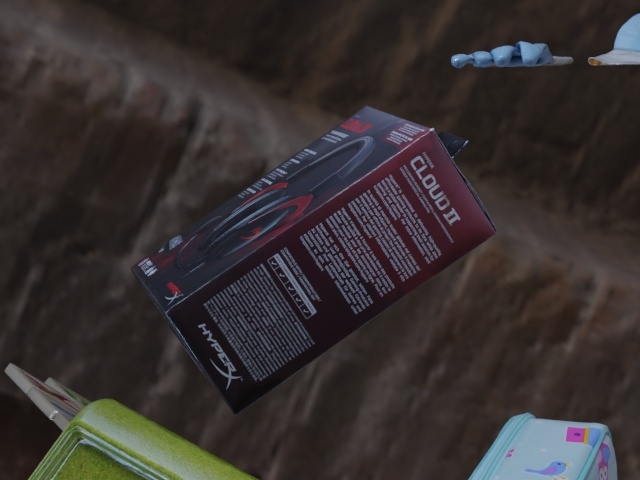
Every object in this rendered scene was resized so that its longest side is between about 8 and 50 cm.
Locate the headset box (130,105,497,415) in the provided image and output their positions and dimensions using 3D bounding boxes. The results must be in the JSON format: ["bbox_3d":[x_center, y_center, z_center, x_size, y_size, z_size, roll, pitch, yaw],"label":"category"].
[{"bbox_3d":[0.000,0.000,1.607,0.293,0.110,0.218,-34,15,-5],"label":"headset box"}]

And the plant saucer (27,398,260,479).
[{"bbox_3d":[-0.125,0.188,1.075,0.188,0.045,0.188,23,70,37],"label":"plant saucer"}]

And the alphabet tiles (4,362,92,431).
[{"bbox_3d":[-0.064,0.194,1.350,0.011,0.342,0.285,-56,28,-3],"label":"alphabet tiles"}]

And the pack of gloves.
[{"bbox_3d":[0.216,-0.167,1.580,0.232,0.195,0.046,-22,-68,-76],"label":"pack of gloves"}]

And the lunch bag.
[{"bbox_3d":[0.181,0.297,1.572,0.224,0.108,0.279,-50,-40,-58],"label":"lunch bag"}]
